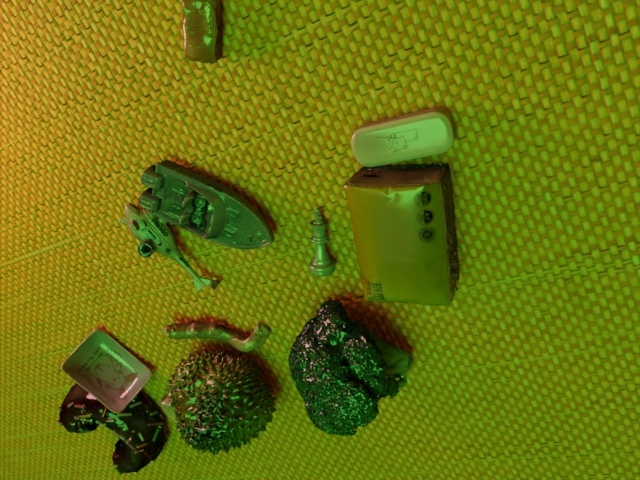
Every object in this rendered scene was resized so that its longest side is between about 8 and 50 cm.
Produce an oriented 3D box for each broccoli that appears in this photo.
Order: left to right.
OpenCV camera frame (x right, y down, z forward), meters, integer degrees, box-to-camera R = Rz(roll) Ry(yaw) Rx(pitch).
[{"bbox_3d":[0.062,0.290,1.339,0.275,0.307,0.307,7,130,-28],"label":"broccoli"}]

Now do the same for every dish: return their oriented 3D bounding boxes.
[{"bbox_3d":[-0.602,0.370,1.711,0.212,0.151,0.077,39,159,0],"label":"dish"}]

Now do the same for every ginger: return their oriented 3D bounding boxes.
[{"bbox_3d":[-0.268,0.236,1.533,0.288,0.075,0.089,3,160,18],"label":"ginger"}]

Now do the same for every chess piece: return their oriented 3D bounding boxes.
[{"bbox_3d":[0.000,0.000,1.307,0.059,0.059,0.149,4,113,19],"label":"chess piece"}]

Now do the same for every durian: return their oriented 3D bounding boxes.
[{"bbox_3d":[-0.258,0.419,1.538,0.292,0.224,0.290,6,116,12],"label":"durian"}]

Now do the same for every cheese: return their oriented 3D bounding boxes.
[{"bbox_3d":[-0.331,0.506,1.715,0.163,0.070,0.249,-36,102,33],"label":"cheese"}]

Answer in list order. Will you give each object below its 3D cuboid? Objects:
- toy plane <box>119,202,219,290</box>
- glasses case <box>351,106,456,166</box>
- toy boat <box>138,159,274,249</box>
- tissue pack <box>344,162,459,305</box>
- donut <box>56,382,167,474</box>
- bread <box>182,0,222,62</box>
[{"bbox_3d":[-0.360,0.018,1.441,0.108,0.092,0.286,-37,100,8],"label":"toy plane"},{"bbox_3d":[0.154,-0.192,1.132,0.197,0.050,0.083,-10,112,26],"label":"glasses case"},{"bbox_3d":[-0.247,-0.064,1.338,0.320,0.092,0.141,24,126,6],"label":"toy boat"},{"bbox_3d":[0.164,-0.009,1.183,0.193,0.134,0.270,-1,118,22],"label":"tissue pack"},{"bbox_3d":[-0.614,0.551,1.815,0.345,0.136,0.259,42,128,-7],"label":"donut"},{"bbox_3d":[-0.226,-0.407,1.154,0.074,0.053,0.132,17,125,12],"label":"bread"}]
